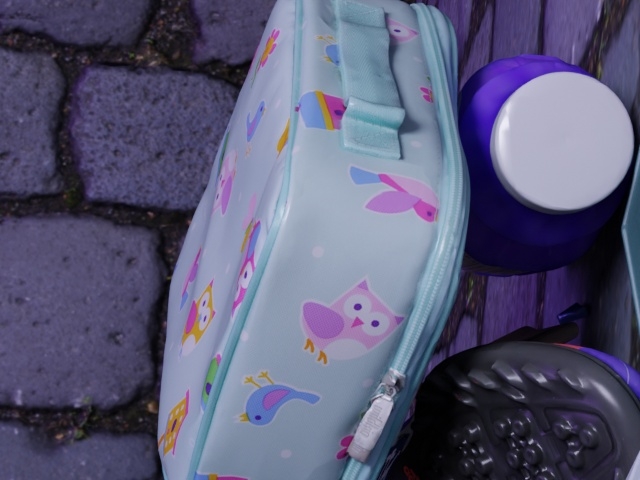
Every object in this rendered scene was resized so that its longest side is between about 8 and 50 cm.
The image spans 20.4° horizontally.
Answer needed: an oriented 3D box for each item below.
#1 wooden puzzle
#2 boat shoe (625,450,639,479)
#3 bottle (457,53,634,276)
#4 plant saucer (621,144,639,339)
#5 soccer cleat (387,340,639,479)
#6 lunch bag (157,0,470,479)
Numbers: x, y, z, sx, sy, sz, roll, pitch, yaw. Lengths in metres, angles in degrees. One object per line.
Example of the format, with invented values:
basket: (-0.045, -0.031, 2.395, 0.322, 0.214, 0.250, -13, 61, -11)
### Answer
wooden puzzle: (0.103, 0.065, 0.992, 0.014, 0.116, 0.078, 65, 172, -3)
boat shoe: (0.105, 0.165, 0.354, 0.094, 0.109, 0.302, 94, 177, -50)
bottle: (0.112, -0.040, 0.972, 0.283, 0.092, 0.118, 115, 161, -88)
plant saucer: (0.151, 0.024, 0.770, 0.192, 0.018, 0.067, -85, 2, -55)
soccer cleat: (0.102, 0.110, 0.903, 0.108, 0.116, 0.318, 66, 154, 11)
lunch bag: (0.000, 0.000, 0.897, 0.279, 0.108, 0.224, -93, 23, -57)
